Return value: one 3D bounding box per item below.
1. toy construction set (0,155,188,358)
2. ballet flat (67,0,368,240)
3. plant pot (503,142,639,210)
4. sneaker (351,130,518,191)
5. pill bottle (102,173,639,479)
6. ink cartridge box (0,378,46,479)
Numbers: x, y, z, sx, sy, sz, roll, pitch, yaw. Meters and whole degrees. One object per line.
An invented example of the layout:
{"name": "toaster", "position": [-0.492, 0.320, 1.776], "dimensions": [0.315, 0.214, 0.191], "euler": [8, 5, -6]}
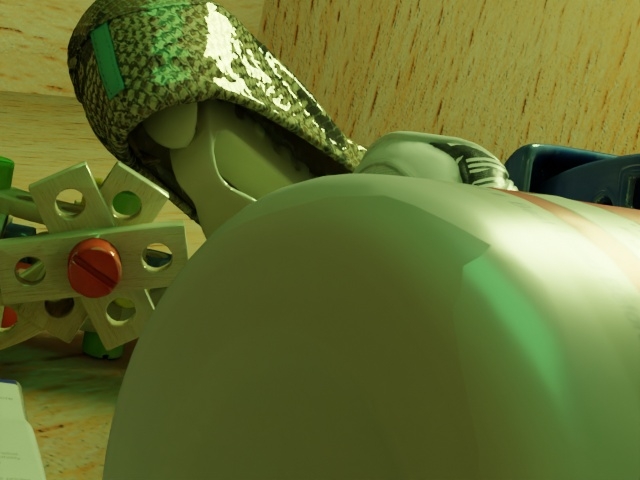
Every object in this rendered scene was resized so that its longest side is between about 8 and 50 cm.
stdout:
{"name": "toy construction set", "position": [-0.183, 0.023, 0.874], "dimensions": [0.215, 0.151, 0.328], "euler": [11, -2, -11]}
{"name": "ballet flat", "position": [0.000, 0.000, 1.042], "dimensions": [0.483, 0.164, 0.182], "euler": [38, 27, -40]}
{"name": "plant pot", "position": [0.254, 0.041, 1.057], "dimensions": [0.212, 0.236, 0.236], "euler": [11, 6, 38]}
{"name": "sneaker", "position": [0.017, 0.038, 0.805], "dimensions": [0.210, 0.137, 0.366], "euler": [7, 32, -18]}
{"name": "pill bottle", "position": [0.150, 0.109, 0.485], "dimensions": [0.408, 0.229, 0.229], "euler": [6, 11, -35]}
{"name": "ink cartridge box", "position": [-0.180, 0.121, 0.482], "dimensions": [0.176, 0.069, 0.371], "euler": [9, 12, -18]}
